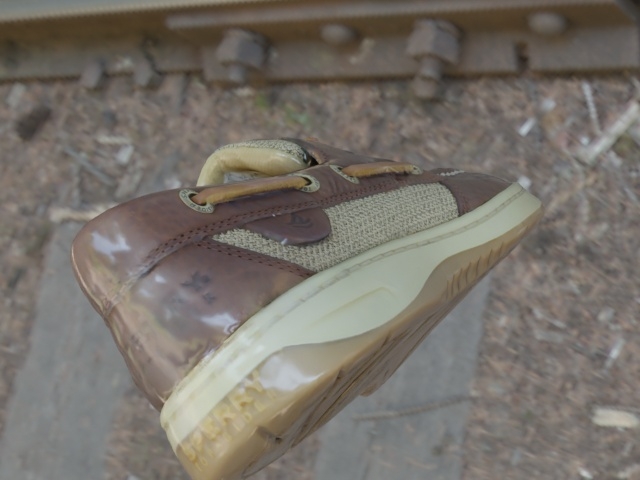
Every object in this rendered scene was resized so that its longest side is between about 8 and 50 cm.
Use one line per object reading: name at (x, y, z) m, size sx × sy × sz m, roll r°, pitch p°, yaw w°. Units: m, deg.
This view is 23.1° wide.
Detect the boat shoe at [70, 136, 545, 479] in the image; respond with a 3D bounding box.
boat shoe at (0.000, 0.000, 0.685) m, size 0.123 × 0.342 × 0.123 m, roll 46°, pitch 114°, yaw 8°
